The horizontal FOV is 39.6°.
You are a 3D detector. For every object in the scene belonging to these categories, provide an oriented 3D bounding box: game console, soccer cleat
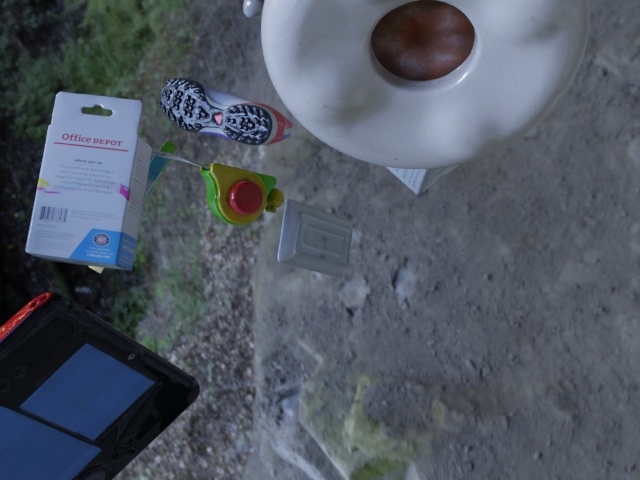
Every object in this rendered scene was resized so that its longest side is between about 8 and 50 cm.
[{"bbox_3d":[-0.391,0.264,1.284,0.342,0.386,0.060,-40,53,2],"label":"game console"},{"bbox_3d":[-0.208,-0.273,1.922,0.318,0.116,0.109,20,103,27],"label":"soccer cleat"}]

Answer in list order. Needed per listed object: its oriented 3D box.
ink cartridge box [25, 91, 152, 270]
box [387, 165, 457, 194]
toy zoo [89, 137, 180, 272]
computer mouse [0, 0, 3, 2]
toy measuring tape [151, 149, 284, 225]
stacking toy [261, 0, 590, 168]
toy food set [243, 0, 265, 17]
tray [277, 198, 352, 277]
[{"bbox_3d":[-0.249,-0.064,0.980,0.104,0.061,0.181,7,82,6],"label":"ink cartridge box"},{"bbox_3d":[0.172,-0.193,1.249,0.182,0.181,0.119,-37,70,-27],"label":"box"},{"bbox_3d":[-0.368,-0.060,1.731,0.030,0.192,0.293,31,35,-9],"label":"toy zoo"},{"bbox_3d":[-0.531,-0.340,1.216,0.242,0.041,0.071,-5,48,12],"label":"computer mouse"},{"bbox_3d":[-0.219,-0.096,1.738,0.330,0.121,0.121,11,42,-31],"label":"toy measuring tape"},{"bbox_3d":[0.121,-0.354,1.095,0.350,0.350,0.480,-5,45,9],"label":"stacking toy"},{"bbox_3d":[-0.206,-0.533,1.778,0.306,0.220,0.092,32,104,0],"label":"toy food set"},{"bbox_3d":[0.000,0.000,2.045,0.030,0.270,0.145,5,83,35],"label":"tray"}]
